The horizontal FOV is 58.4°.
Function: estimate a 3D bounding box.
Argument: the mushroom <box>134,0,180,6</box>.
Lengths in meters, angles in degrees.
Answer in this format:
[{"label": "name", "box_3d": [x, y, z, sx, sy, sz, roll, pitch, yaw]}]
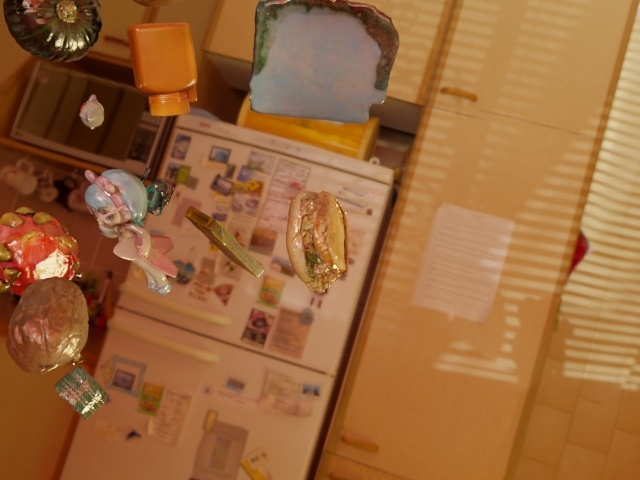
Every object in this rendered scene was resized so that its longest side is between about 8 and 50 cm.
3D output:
[{"label": "mushroom", "box_3d": [-0.512, -0.839, 1.585, 0.334, 0.331, 0.356, -30, -20, 26]}]

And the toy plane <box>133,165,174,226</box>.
[{"label": "toy plane", "box_3d": [-0.473, -0.107, 1.583, 0.096, 0.060, 0.235, 30, -45, -9]}]

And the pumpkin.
[{"label": "pumpkin", "box_3d": [-0.553, -0.474, 1.197, 0.140, 0.202, 0.202, 9, -8, 34]}]

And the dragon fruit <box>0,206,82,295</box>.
[{"label": "dragon fruit", "box_3d": [-0.751, 0.048, 1.476, 0.227, 0.307, 0.243, -14, 57, -32]}]

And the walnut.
[{"label": "walnut", "box_3d": [-0.602, 0.179, 1.278, 0.178, 0.230, 0.178, -9, -39, -7]}]

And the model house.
[{"label": "model house", "box_3d": [-0.003, -0.499, 1.540, 0.360, 0.298, 0.339, 3, 23, -6]}]

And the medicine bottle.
[{"label": "medicine bottle", "box_3d": [-0.399, -0.437, 1.462, 0.149, 0.222, 0.112, -13, 24, -24]}]

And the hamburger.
[{"label": "hamburger", "box_3d": [0.000, 0.000, 1.576, 0.146, 0.286, 0.243, -9, 7, 23]}]

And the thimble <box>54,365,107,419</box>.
[{"label": "thimble", "box_3d": [-0.649, 0.414, 1.560, 0.118, 0.090, 0.135, 22, -36, 40]}]

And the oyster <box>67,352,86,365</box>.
[{"label": "oyster", "box_3d": [-0.863, 0.397, 1.971, 0.086, 0.029, 0.132, -5, -35, 15]}]

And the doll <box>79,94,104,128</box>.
[{"label": "doll", "box_3d": [-0.767, -0.429, 1.925, 0.075, 0.102, 0.227, -4, 22, -17]}]

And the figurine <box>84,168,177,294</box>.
[{"label": "figurine", "box_3d": [-0.347, -0.021, 1.061, 0.205, 0.102, 0.260, 34, -30, 52]}]

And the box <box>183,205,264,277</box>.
[{"label": "box", "box_3d": [-0.220, 0.004, 1.317, 0.121, 0.030, 0.193, 26, -18, 45]}]
